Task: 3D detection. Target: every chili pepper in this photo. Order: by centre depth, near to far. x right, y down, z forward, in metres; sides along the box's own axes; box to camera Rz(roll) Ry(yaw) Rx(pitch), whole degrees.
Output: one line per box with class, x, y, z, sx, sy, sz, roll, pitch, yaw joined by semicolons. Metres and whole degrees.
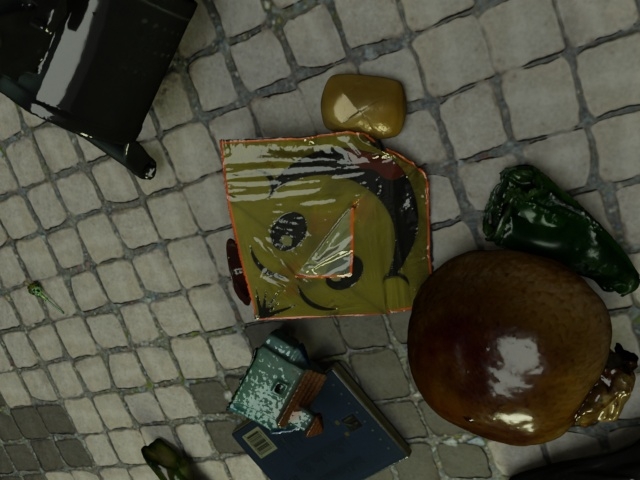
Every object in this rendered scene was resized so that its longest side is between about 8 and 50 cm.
chili pepper;0.295;-0.003;0.777;0.216;0.062;0.108;39;127;4

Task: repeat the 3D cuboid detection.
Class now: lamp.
lamp;-0.284;-0.270;0.822;0.205;0.374;0.272;35;88;14

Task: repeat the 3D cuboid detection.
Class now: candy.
candy;-0.516;0.111;1.191;0.083;0.023;0.025;43;113;-10

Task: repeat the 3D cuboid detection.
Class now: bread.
bread;0.052;-0.171;0.811;0.115;0.056;0.082;15;117;17

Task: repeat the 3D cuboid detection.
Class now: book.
book;-0.006;0.338;1.062;0.269;0.025;0.191;-39;93;30

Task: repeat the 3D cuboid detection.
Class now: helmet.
helmet;-0.101;0.040;0.963;0.089;0.057;0.111;44;144;42

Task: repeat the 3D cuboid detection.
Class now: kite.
kite;0.000;-0.001;0.873;0.377;0.013;0.327;34;113;-11

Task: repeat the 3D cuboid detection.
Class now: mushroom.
mushroom;0.238;0.139;0.779;0.283;0.195;0.263;11;113;19

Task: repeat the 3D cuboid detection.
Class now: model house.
model house;-0.047;0.235;0.977;0.148;0.119;0.148;31;90;9

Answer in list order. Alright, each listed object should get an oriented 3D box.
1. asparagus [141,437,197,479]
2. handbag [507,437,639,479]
asparagus;-0.233;0.496;1.194;0.080;0.080;0.287;-31;97;30
handbag;0.413;0.361;0.849;0.192;0.075;0.332;50;129;0
